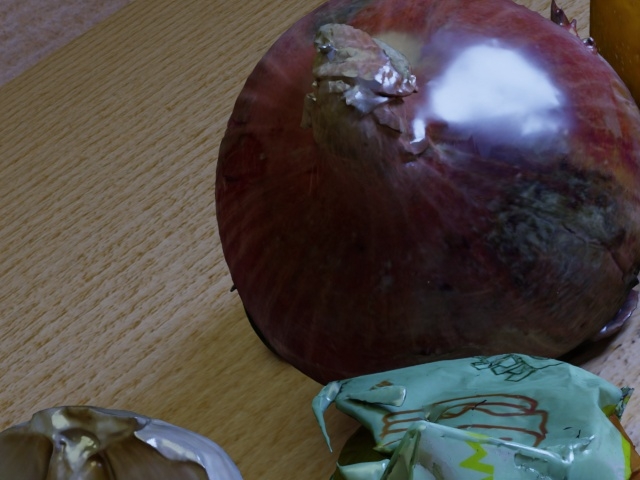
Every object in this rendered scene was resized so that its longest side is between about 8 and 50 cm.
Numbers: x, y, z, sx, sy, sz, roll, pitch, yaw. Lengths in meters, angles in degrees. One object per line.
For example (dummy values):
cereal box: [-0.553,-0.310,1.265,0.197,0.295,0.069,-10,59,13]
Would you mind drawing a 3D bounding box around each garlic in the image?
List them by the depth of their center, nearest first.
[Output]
garlic: [-0.154,0.212,1.443,0.229,0.178,0.143,2,-3,19]

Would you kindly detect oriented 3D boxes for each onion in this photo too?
onion: [0.092,-0.043,1.508,0.354,0.353,0.353,-23,20,9]

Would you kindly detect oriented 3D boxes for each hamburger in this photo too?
hamburger: [0.082,0.148,1.281,0.276,0.150,0.260,-16,21,27]

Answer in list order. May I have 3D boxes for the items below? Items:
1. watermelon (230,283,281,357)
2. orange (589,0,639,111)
watermelon: [0.004,0.001,1.747,0.204,0.127,0.232,-39,31,0]
orange: [0.382,-0.204,1.583,0.341,0.293,0.340,-23,18,8]
